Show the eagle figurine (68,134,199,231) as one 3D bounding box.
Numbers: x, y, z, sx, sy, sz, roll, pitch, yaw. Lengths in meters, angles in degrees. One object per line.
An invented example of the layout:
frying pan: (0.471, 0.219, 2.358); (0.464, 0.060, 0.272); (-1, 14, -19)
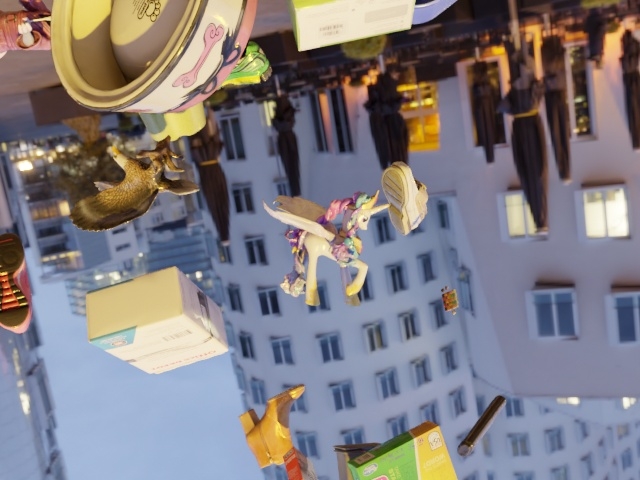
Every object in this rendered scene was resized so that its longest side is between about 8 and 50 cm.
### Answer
eagle figurine: (-0.491, -0.148, 1.805); (0.298, 0.225, 0.226); (-45, 146, 24)

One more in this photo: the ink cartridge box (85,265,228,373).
ink cartridge box: (-0.484, 0.254, 2.081); (0.285, 0.166, 0.395); (-16, 154, 5)

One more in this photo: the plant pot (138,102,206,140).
plant pot: (-0.473, -0.455, 2.107); (0.276, 0.254, 0.276); (-10, -148, 7)

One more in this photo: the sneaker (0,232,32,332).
sneaker: (-0.925, 0.132, 2.038); (0.116, 0.314, 0.136); (-9, 158, -16)

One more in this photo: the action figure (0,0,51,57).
action figure: (-0.782, -0.523, 1.746); (0.370, 0.248, 0.276); (-3, 147, -7)

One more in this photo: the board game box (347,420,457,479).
board game box: (0.230, 0.643, 1.688); (0.242, 0.317, 0.064); (-22, -175, -19)

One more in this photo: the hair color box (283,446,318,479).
hair color box: (-0.056, 0.724, 2.113); (0.053, 0.093, 0.167); (-44, -158, 3)

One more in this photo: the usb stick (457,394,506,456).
usb stick: (0.525, 0.597, 2.217); (0.045, 0.077, 0.278); (39, -137, 18)

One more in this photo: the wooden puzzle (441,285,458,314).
wooden puzzle: (0.354, 0.163, 1.868); (0.006, 0.083, 0.049); (6, 156, -35)

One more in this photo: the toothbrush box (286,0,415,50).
toothbrush box: (0.029, -0.494, 1.182); (0.206, 0.283, 0.122); (-13, 162, -3)

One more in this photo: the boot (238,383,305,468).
boot: (-0.126, 0.629, 2.303); (0.295, 0.211, 0.104); (-34, 169, 22)

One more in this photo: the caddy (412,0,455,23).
caddy: (0.313, -0.800, 1.988); (0.341, 0.241, 0.179); (-38, 171, -3)

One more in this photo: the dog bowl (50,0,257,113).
dog bowl: (-0.276, -0.400, 1.158); (0.408, 0.408, 0.150); (-1, 172, 36)

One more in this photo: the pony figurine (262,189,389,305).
pony figurine: (0.000, 0.000, 2.011); (0.351, 0.363, 0.303); (12, -166, 4)

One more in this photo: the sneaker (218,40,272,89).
sneaker: (-0.344, -0.607, 2.334); (0.343, 0.146, 0.134); (-6, -136, 15)

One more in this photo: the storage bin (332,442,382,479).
storage bin: (0.108, 0.573, 1.758); (0.135, 0.091, 0.098); (3, 169, -27)

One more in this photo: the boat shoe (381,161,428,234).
boat shoe: (0.257, -0.141, 2.038); (0.103, 0.302, 0.113); (-35, -120, -12)
